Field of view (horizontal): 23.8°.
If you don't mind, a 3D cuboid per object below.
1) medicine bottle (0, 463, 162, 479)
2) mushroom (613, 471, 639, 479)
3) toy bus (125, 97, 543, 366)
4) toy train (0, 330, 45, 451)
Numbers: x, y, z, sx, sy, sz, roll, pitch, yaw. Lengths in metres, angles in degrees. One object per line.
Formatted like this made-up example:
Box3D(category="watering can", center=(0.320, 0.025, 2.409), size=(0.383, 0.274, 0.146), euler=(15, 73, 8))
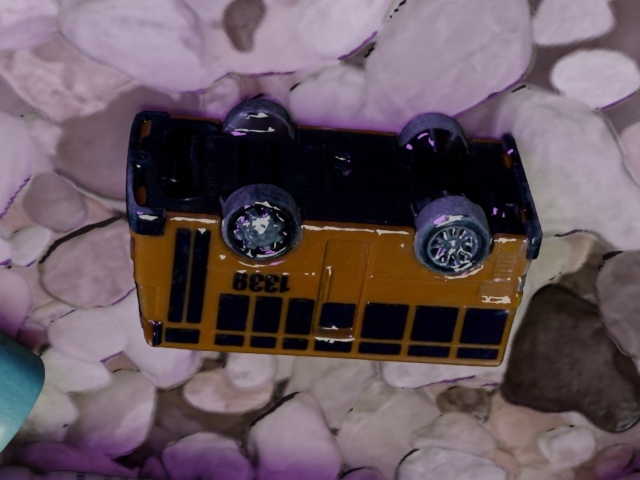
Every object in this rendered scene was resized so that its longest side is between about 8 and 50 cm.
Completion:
Box3D(category="medicine bottle", center=(-0.082, 0.212, 0.915), size=(0.249, 0.133, 0.133), euler=(8, 127, -9))
Box3D(category="mushroom", center=(0.261, 0.199, 0.947), size=(0.247, 0.096, 0.108), euler=(12, 101, -16))
Box3D(category="toy bus", center=(0.000, 0.000, 0.777), size=(0.201, 0.098, 0.114), euler=(3, 127, -7))
Box3D(category="toy train", center=(-0.268, 0.062, 0.823), size=(0.248, 0.101, 0.159), euler=(39, 101, -28))
